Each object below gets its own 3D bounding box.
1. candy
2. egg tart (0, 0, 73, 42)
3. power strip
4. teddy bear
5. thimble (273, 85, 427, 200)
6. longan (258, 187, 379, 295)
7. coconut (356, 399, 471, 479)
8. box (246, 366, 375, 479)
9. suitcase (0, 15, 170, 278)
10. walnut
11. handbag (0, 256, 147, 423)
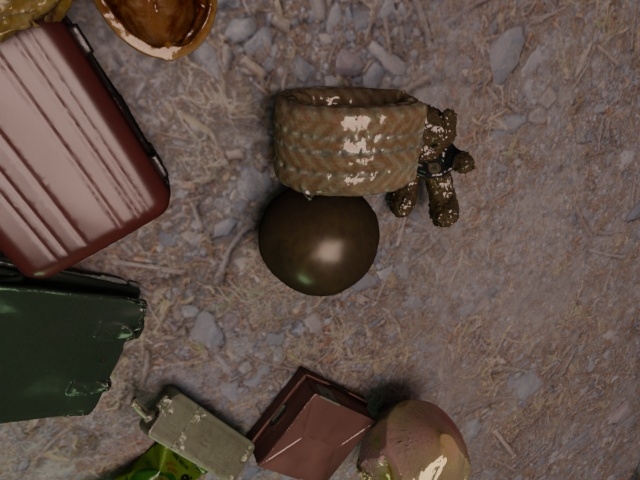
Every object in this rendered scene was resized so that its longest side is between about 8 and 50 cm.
[{"bbox_3d":[-0.336,0.480,0.935,0.246,0.069,0.149,-35,121,-15],"label":"candy"},{"bbox_3d":[-0.381,-0.295,0.470,0.278,0.279,0.095,-25,159,-14],"label":"egg tart"},{"bbox_3d":[-0.249,0.365,0.916,0.288,0.053,0.093,49,65,-30],"label":"power strip"},{"bbox_3d":[0.190,-0.149,0.880,0.181,0.129,0.251,8,139,13],"label":"teddy bear"},{"bbox_3d":[0.039,-0.160,0.757,0.228,0.196,0.148,-6,120,-15],"label":"thimble"},{"bbox_3d":[0.000,0.000,0.818,0.212,0.198,0.198,15,105,-31],"label":"longan"},{"bbox_3d":[0.210,0.483,1.070,0.233,0.233,0.245,-1,151,-25],"label":"coconut"},{"bbox_3d":[-0.016,0.415,1.049,0.215,0.086,0.215,36,94,-33],"label":"box"},{"bbox_3d":[-0.355,-0.123,0.607,0.236,0.161,0.297,-31,122,-11],"label":"suitcase"},{"bbox_3d":[-0.223,-0.347,0.616,0.167,0.087,0.212,-14,119,-27],"label":"walnut"},{"bbox_3d":[-0.426,0.164,0.727,0.260,0.079,0.248,19,105,-44],"label":"handbag"}]
